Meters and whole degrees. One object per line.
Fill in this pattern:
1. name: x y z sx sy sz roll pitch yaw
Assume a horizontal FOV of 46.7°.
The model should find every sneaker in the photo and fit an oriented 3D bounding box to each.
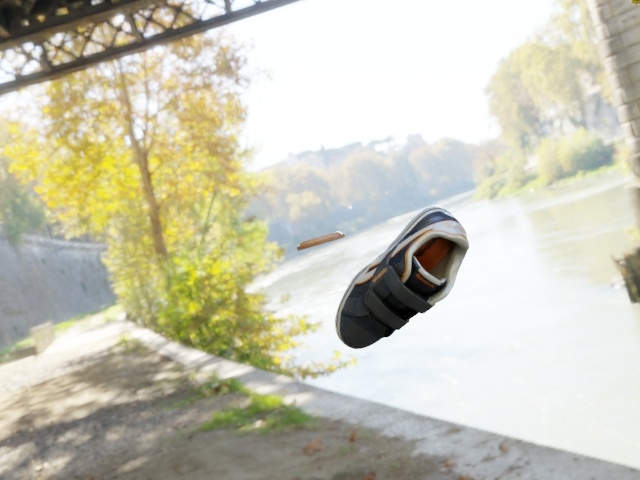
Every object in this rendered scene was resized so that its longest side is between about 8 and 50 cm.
1. sneaker: 0.146 0.084 1.358 0.321 0.126 0.127 -54 23 11

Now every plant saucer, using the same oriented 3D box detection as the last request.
1. plant saucer: 0.000 0.000 1.217 0.083 0.013 0.083 -15 0 0

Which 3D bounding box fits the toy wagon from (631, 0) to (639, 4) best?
1. toy wagon: 0.706 -0.428 1.297 0.344 0.068 0.267 -2 30 -21
